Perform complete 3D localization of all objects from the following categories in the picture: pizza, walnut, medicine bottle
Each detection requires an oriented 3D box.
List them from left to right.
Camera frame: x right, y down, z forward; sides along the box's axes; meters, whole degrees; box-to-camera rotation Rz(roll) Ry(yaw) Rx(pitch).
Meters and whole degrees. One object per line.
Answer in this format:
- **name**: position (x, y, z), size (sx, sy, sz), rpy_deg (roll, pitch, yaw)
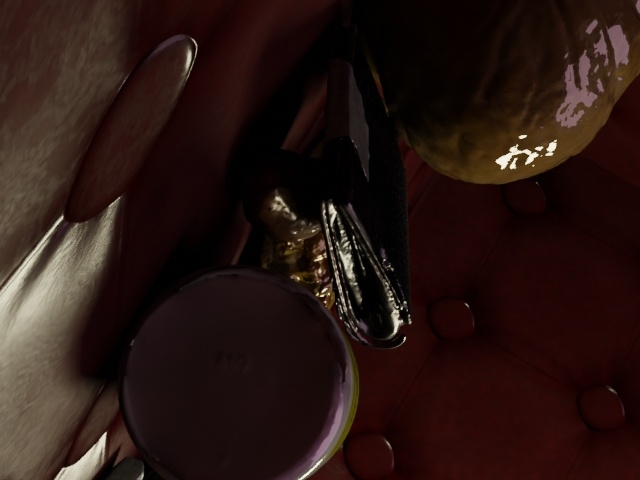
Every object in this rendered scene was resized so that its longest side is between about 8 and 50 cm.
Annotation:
- **medicine bottle**: position (-0.068, 0.145, 1.368), size (0.213, 0.213, 0.378), rpy_deg (-59, 174, -4)
- **pizza**: position (0.011, -0.010, 1.655), size (0.268, 0.087, 0.258), rpy_deg (-56, 162, -46)
- **walnut**: position (0.186, -0.209, 1.395), size (0.333, 0.333, 0.333), rpy_deg (-58, 174, -10)

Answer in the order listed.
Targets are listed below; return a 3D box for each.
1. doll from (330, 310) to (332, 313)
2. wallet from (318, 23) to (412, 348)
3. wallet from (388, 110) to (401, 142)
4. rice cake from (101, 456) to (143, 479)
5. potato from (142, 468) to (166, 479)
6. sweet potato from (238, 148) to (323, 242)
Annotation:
- **doll**: position (-0.046, 0.143, 1.989), size (0.221, 0.115, 0.105), rpy_deg (105, 7, -63)
- **wallet**: position (0.045, -0.049, 1.339), size (0.262, 0.071, 0.221), rpy_deg (69, 22, -52)
- **wallet**: position (0.069, -0.102, 2.056), size (0.182, 0.049, 0.229), rpy_deg (-58, 176, -36)
- **rice cake**: position (-0.263, 0.327, 1.477), size (0.080, 0.042, 0.222), rpy_deg (-58, 177, 39)
- **potato**: position (-0.181, 0.406, 1.818), size (0.196, 0.246, 0.299), rpy_deg (-2, 146, -40)
- **sweet potato**: position (-0.035, -0.046, 1.344), size (0.097, 0.097, 0.252), rpy_deg (-59, 169, 3)
